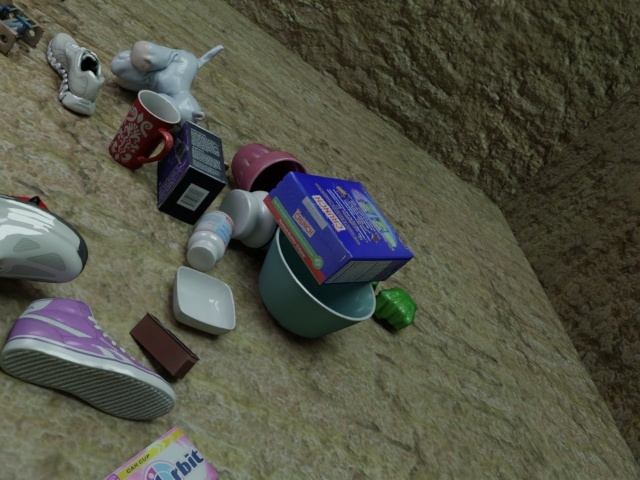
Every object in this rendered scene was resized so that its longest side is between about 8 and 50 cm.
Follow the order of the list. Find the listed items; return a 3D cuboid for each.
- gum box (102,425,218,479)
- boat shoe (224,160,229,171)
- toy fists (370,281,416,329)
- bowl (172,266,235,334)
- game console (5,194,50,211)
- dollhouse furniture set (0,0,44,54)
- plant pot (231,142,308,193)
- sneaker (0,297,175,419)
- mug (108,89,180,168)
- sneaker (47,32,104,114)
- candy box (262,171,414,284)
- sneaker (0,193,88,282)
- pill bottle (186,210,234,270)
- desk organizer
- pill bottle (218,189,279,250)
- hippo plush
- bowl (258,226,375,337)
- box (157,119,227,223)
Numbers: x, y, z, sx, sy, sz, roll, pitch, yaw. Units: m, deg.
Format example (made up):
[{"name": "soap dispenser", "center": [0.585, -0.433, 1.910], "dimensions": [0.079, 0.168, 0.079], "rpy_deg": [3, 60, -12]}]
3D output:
[{"name": "gum box", "center": [-0.249, 0.373, 0.938], "dimensions": [0.107, 0.062, 0.188], "rpy_deg": [48, 26, 8]}, {"name": "boat shoe", "center": [-0.327, -0.224, 1.723], "dimensions": [0.170, 0.063, 0.059], "rpy_deg": [5, 51, -52]}, {"name": "toy fists", "center": [0.169, 0.150, 1.849], "dimensions": [0.279, 0.096, 0.142], "rpy_deg": [47, 16, 10]}, {"name": "bowl", "center": [-0.252, 0.135, 1.303], "dimensions": [0.142, 0.053, 0.142], "rpy_deg": [26, 30, -32]}, {"name": "game console", "center": [-0.556, -0.013, 1.131], "dimensions": [0.144, 0.085, 0.124], "rpy_deg": [-97, 166, -52]}, {"name": "dollhouse furniture set", "center": [-0.741, -0.570, 1.503], "dimensions": [0.129, 0.184, 0.129], "rpy_deg": [39, 26, -10]}, {"name": "plant pot", "center": [-0.162, -0.185, 1.777], "dimensions": [0.201, 0.201, 0.180], "rpy_deg": [16, 22, -44]}, {"name": "sneaker", "center": [-0.361, 0.182, 1.026], "dimensions": [0.282, 0.102, 0.161], "rpy_deg": [32, 25, -23]}, {"name": "mug", "center": [-0.431, -0.252, 1.492], "dimensions": [0.113, 0.169, 0.150], "rpy_deg": [27, 31, -33]}, {"name": "sneaker", "center": [-0.616, -0.450, 1.584], "dimensions": [0.110, 0.118, 0.292], "rpy_deg": [10, 40, -47]}, {"name": "candy box", "center": [0.052, -0.028, 1.538], "dimensions": [0.317, 0.122, 0.268], "rpy_deg": [4, 47, -56]}, {"name": "sneaker", "center": [-0.573, 0.051, 0.887], "dimensions": [0.447, 0.169, 0.258], "rpy_deg": [17, 45, -30]}, {"name": "pill bottle", "center": [-0.260, 0.001, 1.453], "dimensions": [0.087, 0.087, 0.160], "rpy_deg": [36, 27, -15]}, {"name": "desk organizer", "center": [-0.291, 0.196, 1.156], "dimensions": [0.130, 0.050, 0.047], "rpy_deg": [37, -12, 22]}, {"name": "pill bottle", "center": [-0.131, -0.047, 1.638], "dimensions": [0.264, 0.153, 0.153], "rpy_deg": [14, 39, -47]}, {"name": "hippo plush", "center": [-0.434, -0.405, 1.745], "dimensions": [0.294, 0.234, 0.237], "rpy_deg": [-10, 88, -42]}, {"name": "bowl", "center": [-0.031, 0.116, 1.526], "dimensions": [0.311, 0.163, 0.312], "rpy_deg": [33, 28, -21]}, {"name": "box", "center": [-0.324, -0.171, 1.547], "dimensions": [0.108, 0.153, 0.207], "rpy_deg": [25, 30, -33]}]
